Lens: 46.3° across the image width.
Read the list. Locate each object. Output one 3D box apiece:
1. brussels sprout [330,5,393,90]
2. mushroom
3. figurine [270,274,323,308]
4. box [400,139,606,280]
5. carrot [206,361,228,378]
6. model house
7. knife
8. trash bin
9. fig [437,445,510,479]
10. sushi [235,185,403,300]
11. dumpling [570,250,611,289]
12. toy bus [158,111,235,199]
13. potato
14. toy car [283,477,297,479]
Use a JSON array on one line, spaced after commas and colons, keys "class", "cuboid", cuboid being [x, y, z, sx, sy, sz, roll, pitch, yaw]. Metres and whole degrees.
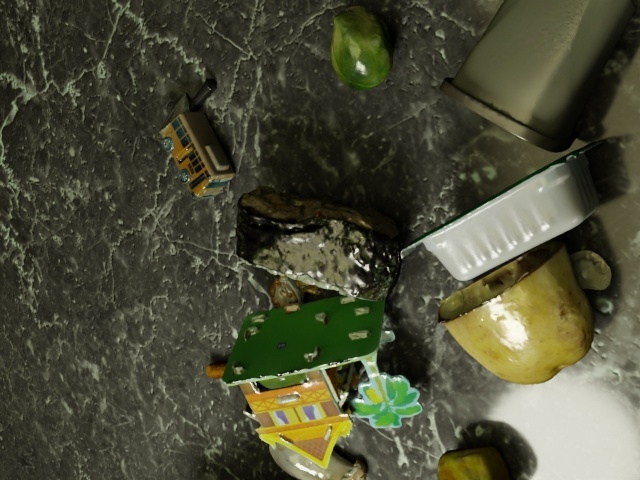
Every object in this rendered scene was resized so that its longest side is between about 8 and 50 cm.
[{"class": "brussels sprout", "cuboid": [0.079, -0.359, 1.413, 0.117, 0.155, 0.155, 2, 104, -4]}, {"class": "mushroom", "cuboid": [-0.008, 0.496, 1.670, 0.225, 0.093, 0.116, 30, 94, 30]}, {"class": "figurine", "cuboid": [-0.048, 0.097, 1.628, 0.101, 0.068, 0.143, 39, 116, -1]}, {"class": "box", "cuboid": [0.321, -0.034, 1.244, 0.336, 0.264, 0.106, -31, 86, 34]}, {"class": "carrot", "cuboid": [-0.200, 0.303, 1.784, 0.170, 0.042, 0.042, -14, 92, 31]}, {"class": "model house", "cuboid": [0.029, 0.294, 1.561, 0.357, 0.242, 0.313, -16, 119, 16]}, {"class": "knife", "cuboid": [-0.318, -0.303, 1.743, 0.230, 0.028, 0.060, -40, 66, 35]}, {"class": "trash bin", "cuboid": [0.356, -0.300, 1.198, 0.219, 0.219, 0.250, 34, 110, 20]}, {"class": "fig", "cuboid": [0.299, 0.474, 1.438, 0.144, 0.154, 0.166, 60, 174, -37]}, {"class": "sushi", "cuboid": [0.000, 0.000, 1.489, 0.350, 0.211, 0.171, 16, 97, 24]}, {"class": "dumpling", "cuboid": [0.465, 0.052, 1.306, 0.052, 0.057, 0.076, 50, 167, -23]}, {"class": "toy bus", "cuboid": [-0.274, -0.194, 1.694, 0.103, 0.091, 0.182, -33, 80, 33]}, {"class": "potato", "cuboid": [0.356, 0.138, 1.293, 0.285, 0.242, 0.243, -40, 78, 39]}, {"class": "toy car", "cuboid": [-0.161, 0.689, 1.699, 0.336, 0.242, 0.226, -25, 78, 42]}]
